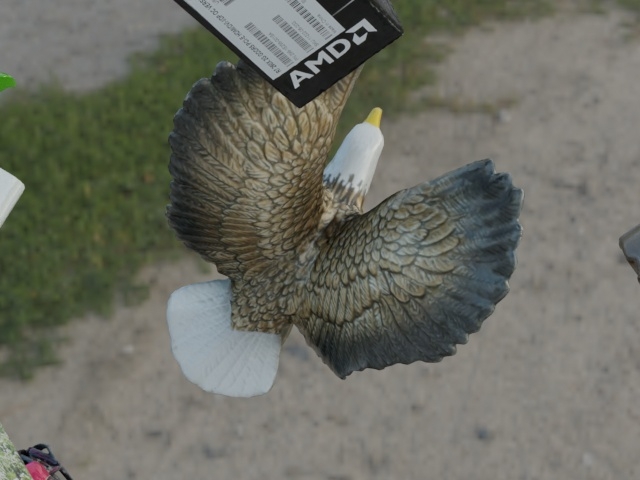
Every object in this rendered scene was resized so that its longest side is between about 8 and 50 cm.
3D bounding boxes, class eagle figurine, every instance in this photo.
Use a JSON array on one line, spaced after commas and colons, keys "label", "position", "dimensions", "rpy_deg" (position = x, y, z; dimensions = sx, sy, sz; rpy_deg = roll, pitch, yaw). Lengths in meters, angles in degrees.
[{"label": "eagle figurine", "position": [0.001, -0.011, 1.273], "dimensions": [0.226, 0.225, 0.298], "rpy_deg": [-4, -9, -8]}]

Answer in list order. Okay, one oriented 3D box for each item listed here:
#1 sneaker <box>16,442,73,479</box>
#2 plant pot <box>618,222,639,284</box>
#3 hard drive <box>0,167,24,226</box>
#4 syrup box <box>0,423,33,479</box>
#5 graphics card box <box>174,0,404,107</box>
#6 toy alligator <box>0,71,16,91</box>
[{"label": "sneaker", "position": [-0.252, 0.225, 1.494], "dimensions": [0.120, 0.112, 0.299], "rpy_deg": [-4, 2, -15]}, {"label": "plant pot", "position": [0.326, 0.011, 1.321], "dimensions": [0.165, 0.167, 0.167], "rpy_deg": [-31, 32, 11]}, {"label": "hard drive", "position": [-0.440, 0.011, 1.668], "dimensions": [0.203, 0.040, 0.307], "rpy_deg": [32, 54, -9]}, {"label": "syrup box", "position": [-0.186, 0.121, 0.776], "dimensions": [0.096, 0.093, 0.237], "rpy_deg": [-36, 74, 4]}, {"label": "graphics card box", "position": [-0.110, -0.262, 1.026], "dimensions": [0.094, 0.371, 0.233], "rpy_deg": [-36, 48, 17]}, {"label": "toy alligator", "position": [-0.406, -0.168, 1.863], "dimensions": [0.056, 0.051, 0.189], "rpy_deg": [28, 12, 40]}]
